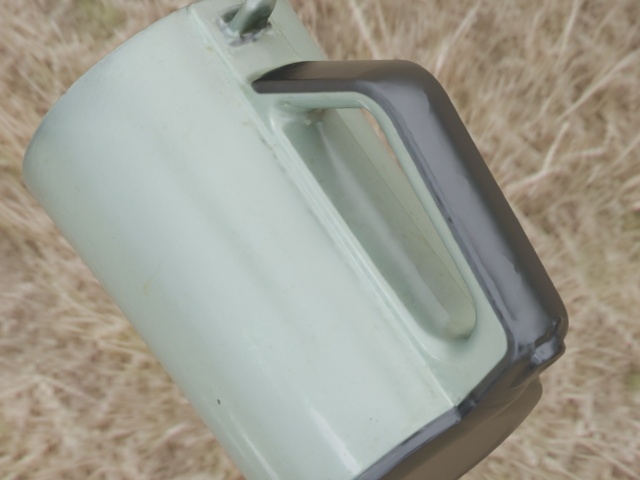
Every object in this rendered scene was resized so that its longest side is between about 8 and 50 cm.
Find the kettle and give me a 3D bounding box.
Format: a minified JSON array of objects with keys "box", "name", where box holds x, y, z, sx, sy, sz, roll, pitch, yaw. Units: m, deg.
[{"box":[0.000,0.000,1.430,0.250,0.361,0.377,-21,69,-42],"name":"kettle"}]
